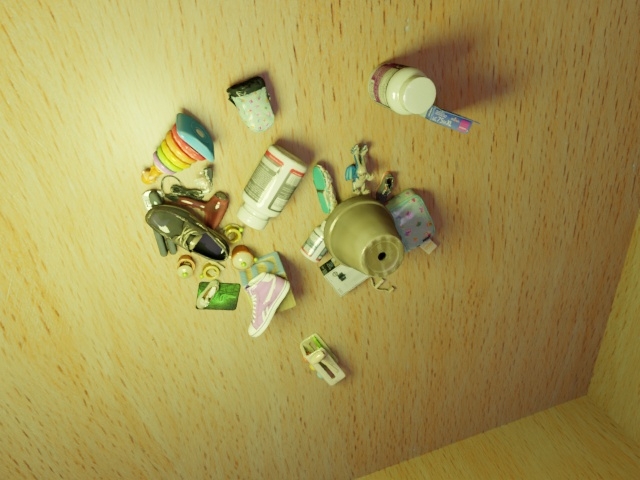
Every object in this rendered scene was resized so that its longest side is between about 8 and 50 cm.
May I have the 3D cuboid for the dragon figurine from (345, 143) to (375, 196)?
[{"bbox_3d":[0.160,-0.274,1.834,0.085,0.144,0.289,-6,138,-17],"label":"dragon figurine"}]

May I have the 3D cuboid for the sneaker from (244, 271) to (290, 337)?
[{"bbox_3d":[-0.264,0.257,1.759,0.161,0.102,0.282,27,95,-24],"label":"sneaker"}]

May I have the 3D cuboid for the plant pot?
[{"bbox_3d":[0.201,0.011,1.767,0.323,0.280,0.323,-7,116,-15],"label":"plant pot"}]

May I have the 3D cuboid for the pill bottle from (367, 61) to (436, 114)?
[{"bbox_3d":[0.305,-0.568,1.597,0.169,0.301,0.169,-8,119,-14],"label":"pill bottle"}]

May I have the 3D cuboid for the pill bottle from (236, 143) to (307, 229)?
[{"bbox_3d":[-0.202,-0.206,1.698,0.176,0.176,0.319,26,106,-28],"label":"pill bottle"}]

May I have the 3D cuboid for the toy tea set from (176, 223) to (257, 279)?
[{"bbox_3d":[-0.441,0.087,1.806,0.336,0.124,0.200,-30,122,-1],"label":"toy tea set"}]

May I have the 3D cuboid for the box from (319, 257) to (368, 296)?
[{"bbox_3d":[0.161,0.119,2.044,0.290,0.087,0.169,-36,122,3],"label":"box"}]

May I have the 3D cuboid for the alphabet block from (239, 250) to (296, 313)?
[{"bbox_3d":[-0.239,0.200,1.897,0.193,0.192,0.197,-19,122,-6],"label":"alphabet block"}]

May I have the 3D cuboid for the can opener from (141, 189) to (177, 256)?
[{"bbox_3d":[-0.635,-0.061,1.680,0.076,0.095,0.284,-12,114,-11],"label":"can opener"}]

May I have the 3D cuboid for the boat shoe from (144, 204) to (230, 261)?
[{"bbox_3d":[-0.495,-0.024,1.638,0.355,0.130,0.132,29,92,-31],"label":"boat shoe"}]

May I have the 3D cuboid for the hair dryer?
[{"bbox_3d":[-0.484,-0.150,1.714,0.223,0.080,0.294,-14,116,7],"label":"hair dryer"}]

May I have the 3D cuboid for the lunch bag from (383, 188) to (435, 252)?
[{"bbox_3d":[0.404,-0.079,2.005,0.224,0.108,0.279,-32,122,0],"label":"lunch bag"}]

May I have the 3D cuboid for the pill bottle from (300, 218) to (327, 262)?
[{"bbox_3d":[0.000,0.000,1.916,0.108,0.108,0.180,29,105,-29],"label":"pill bottle"}]

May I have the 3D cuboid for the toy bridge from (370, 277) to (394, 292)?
[{"bbox_3d":[0.297,0.219,2.178,0.188,0.026,0.063,37,102,-30],"label":"toy bridge"}]

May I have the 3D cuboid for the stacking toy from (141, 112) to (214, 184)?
[{"bbox_3d":[-0.547,-0.303,1.564,0.301,0.166,0.175,-36,134,16],"label":"stacking toy"}]

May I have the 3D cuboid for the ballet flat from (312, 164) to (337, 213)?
[{"bbox_3d":[0.023,-0.228,1.830,0.077,0.091,0.241,-38,132,-32],"label":"ballet flat"}]

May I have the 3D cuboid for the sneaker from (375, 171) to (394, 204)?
[{"bbox_3d":[0.291,-0.229,1.913,0.061,0.065,0.158,2,116,-19],"label":"sneaker"}]

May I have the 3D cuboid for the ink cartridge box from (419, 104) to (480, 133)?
[{"bbox_3d":[0.467,-0.498,1.682,0.185,0.311,0.065,12,112,-23],"label":"ink cartridge box"}]

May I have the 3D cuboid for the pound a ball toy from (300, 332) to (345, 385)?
[{"bbox_3d":[0.003,0.639,2.199,0.135,0.208,0.319,-34,123,1],"label":"pound a ball toy"}]

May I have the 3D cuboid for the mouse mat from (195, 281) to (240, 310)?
[{"bbox_3d":[-0.471,0.258,1.959,0.189,0.007,0.153,6,115,-20],"label":"mouse mat"}]

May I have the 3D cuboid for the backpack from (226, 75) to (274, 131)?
[{"bbox_3d":[-0.247,-0.491,1.568,0.151,0.115,0.182,-23,124,-8],"label":"backpack"}]

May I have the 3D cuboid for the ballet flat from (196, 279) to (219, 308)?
[{"bbox_3d":[-0.508,0.249,1.906,0.057,0.052,0.168,25,108,-28],"label":"ballet flat"}]

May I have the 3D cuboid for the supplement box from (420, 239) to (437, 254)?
[{"bbox_3d":[0.533,0.019,2.142,0.098,0.036,0.062,37,102,-30],"label":"supplement box"}]
